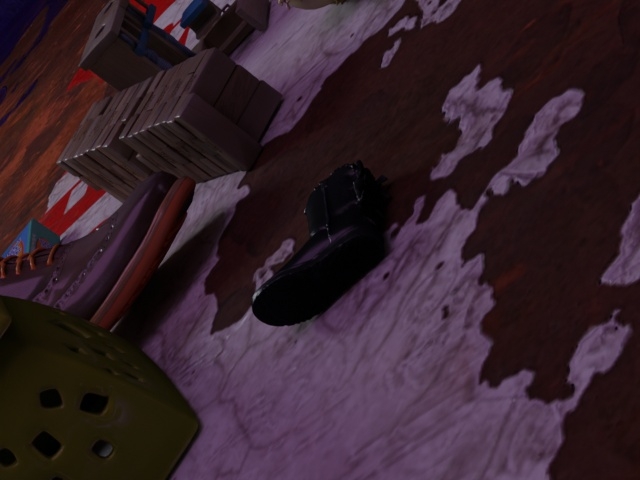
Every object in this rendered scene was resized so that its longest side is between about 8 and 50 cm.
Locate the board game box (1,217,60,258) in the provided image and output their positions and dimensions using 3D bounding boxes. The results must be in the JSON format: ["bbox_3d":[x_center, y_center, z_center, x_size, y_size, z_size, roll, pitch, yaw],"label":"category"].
[{"bbox_3d":[-0.397,0.091,1.583,0.210,0.047,0.160,-48,23,14],"label":"board game box"}]

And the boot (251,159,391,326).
[{"bbox_3d":[-0.001,0.000,0.966,0.121,0.045,0.099,-36,30,20],"label":"boot"}]

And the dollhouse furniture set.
[{"bbox_3d":[-0.167,-0.257,1.527,0.183,0.129,0.129,-42,26,28],"label":"dollhouse furniture set"}]

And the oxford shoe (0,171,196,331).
[{"bbox_3d":[-0.261,0.054,1.242,0.364,0.133,0.130,-47,5,15],"label":"oxford shoe"}]

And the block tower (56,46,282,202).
[{"bbox_3d":[-0.164,-0.115,1.374,0.335,0.091,0.097,-6,52,59],"label":"block tower"}]

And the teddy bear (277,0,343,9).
[{"bbox_3d":[0.051,-0.370,1.299,0.338,0.113,0.245,-59,26,-12],"label":"teddy bear"}]

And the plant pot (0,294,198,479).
[{"bbox_3d":[-0.263,0.154,1.045,0.227,0.207,0.228,-55,24,-3],"label":"plant pot"}]
